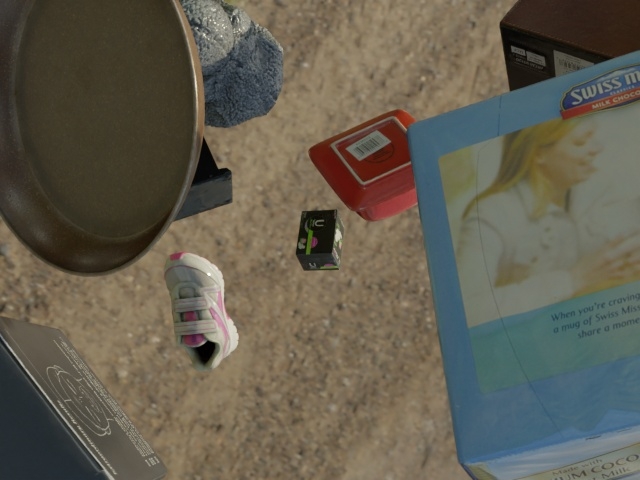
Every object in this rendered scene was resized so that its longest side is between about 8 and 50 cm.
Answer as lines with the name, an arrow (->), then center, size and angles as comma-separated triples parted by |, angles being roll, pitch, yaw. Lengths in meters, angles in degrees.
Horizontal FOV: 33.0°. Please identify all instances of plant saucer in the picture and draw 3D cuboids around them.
plant saucer -> -0.206, -0.125, 0.955 | 0.050, 0.310, 0.311 | -14, 117, -51

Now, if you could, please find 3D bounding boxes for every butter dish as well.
butter dish -> 0.087, -0.085, 1.508 | 0.160, 0.160, 0.118 | -26, 138, -10

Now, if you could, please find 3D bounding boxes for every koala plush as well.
koala plush -> -0.153, -0.249, 1.350 | 0.196, 0.203, 0.221 | -58, 168, -5

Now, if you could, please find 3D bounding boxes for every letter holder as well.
letter holder -> 0.426, -0.258, 1.423 | 0.214, 0.301, 0.152 | -50, 145, -20

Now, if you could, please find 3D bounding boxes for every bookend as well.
bookend -> -0.218, -0.106, 1.443 | 0.156, 0.157, 0.072 | -20, 152, -15

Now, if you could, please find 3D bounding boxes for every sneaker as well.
sneaker -> -0.224, 0.138, 2.000 | 0.111, 0.103, 0.252 | -74, 148, -57

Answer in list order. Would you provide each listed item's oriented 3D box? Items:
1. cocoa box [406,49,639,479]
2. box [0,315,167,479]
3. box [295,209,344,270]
cocoa box -> 0.254, 0.027, 0.621 | 0.228, 0.347, 0.231 | 52, 26, -51
box -> -0.405, 0.286, 1.502 | 0.212, 0.293, 0.395 | -39, 173, -5
box -> 0.000, 0.000, 1.702 | 0.052, 0.062, 0.083 | 66, 26, -53
